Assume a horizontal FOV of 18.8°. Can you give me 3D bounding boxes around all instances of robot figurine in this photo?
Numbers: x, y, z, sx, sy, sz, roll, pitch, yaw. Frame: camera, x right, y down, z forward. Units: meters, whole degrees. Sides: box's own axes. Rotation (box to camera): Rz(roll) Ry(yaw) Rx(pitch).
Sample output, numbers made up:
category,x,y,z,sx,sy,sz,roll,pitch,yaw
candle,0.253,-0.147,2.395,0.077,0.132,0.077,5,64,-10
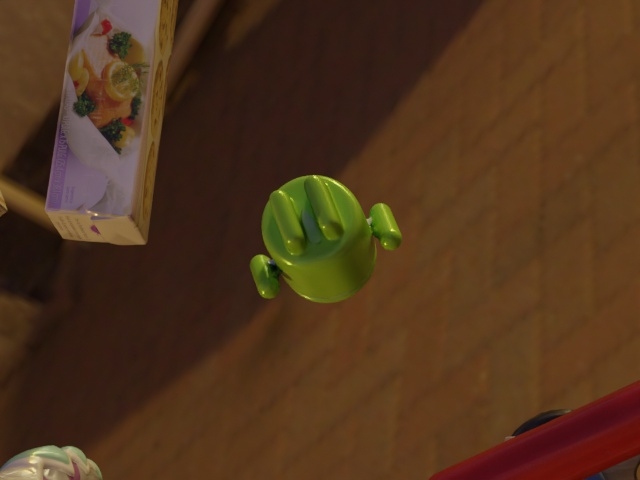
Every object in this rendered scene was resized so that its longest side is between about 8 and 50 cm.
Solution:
category,x,y,z,sx,sy,sz,roll,pitch,yaw
robot figurine,0.000,0.000,1.266,0.101,0.115,0.067,-24,66,1

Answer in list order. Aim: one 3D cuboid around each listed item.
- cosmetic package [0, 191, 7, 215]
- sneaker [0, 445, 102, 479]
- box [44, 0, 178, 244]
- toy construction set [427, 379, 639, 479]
category,x,y,z,sx,sy,sz,roll,pitch,yaw
cosmetic package,-0.316,-0.048,1.596,0.060,0.115,0.041,-33,55,9
sneaker,-0.094,0.104,0.620,0.038,0.098,0.069,-45,68,26
box,-0.138,-0.158,1.368,0.067,0.063,0.324,80,-165,-71
toy construction set,0.205,0.127,0.759,0.237,0.309,0.257,-27,52,11
